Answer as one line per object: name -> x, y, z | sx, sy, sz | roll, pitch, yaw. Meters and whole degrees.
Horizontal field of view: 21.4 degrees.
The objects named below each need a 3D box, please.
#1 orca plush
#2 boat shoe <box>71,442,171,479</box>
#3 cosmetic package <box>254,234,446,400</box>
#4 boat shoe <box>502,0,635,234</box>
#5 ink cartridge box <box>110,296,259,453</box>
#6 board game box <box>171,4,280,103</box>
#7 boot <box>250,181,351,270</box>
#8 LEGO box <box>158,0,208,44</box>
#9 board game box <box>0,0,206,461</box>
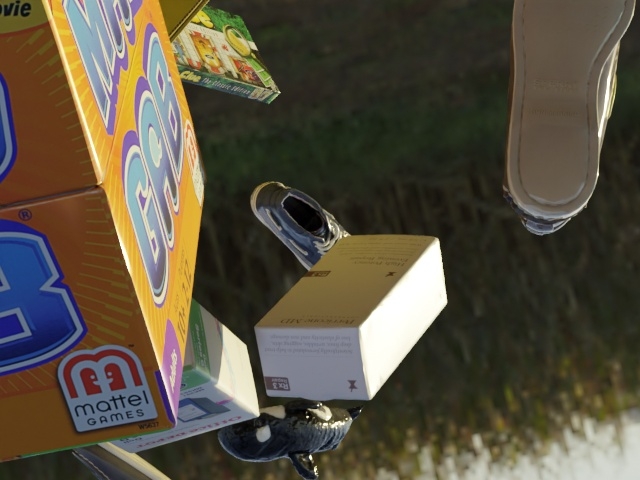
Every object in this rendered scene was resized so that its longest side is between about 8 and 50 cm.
orca plush -> -0.035, 0.293, 2.380 | 0.151, 0.102, 0.287 | -21, 164, 20
boat shoe -> -0.164, 0.336, 1.926 | 0.095, 0.335, 0.112 | -54, -160, -8
cosmetic package -> 0.035, 0.074, 1.724 | 0.117, 0.085, 0.231 | -1, -159, 24
boat shoe -> 0.240, -0.166, 1.674 | 0.116, 0.324, 0.097 | 8, 164, 4
ink cartridge box -> -0.169, 0.136, 1.713 | 0.154, 0.093, 0.212 | -16, 160, 9
board game box -> -0.162, -0.253, 2.155 | 0.030, 0.136, 0.259 | -41, 155, 24
boot -> 0.000, 0.000, 2.064 | 0.190, 0.069, 0.086 | 37, 171, -24
LEGO box -> -0.313, -0.330, 1.747 | 0.372, 0.193, 0.500 | 29, 134, -22
board game box -> -0.298, -0.082, 1.147 | 0.356, 0.356, 0.356 | -11, -152, 5
